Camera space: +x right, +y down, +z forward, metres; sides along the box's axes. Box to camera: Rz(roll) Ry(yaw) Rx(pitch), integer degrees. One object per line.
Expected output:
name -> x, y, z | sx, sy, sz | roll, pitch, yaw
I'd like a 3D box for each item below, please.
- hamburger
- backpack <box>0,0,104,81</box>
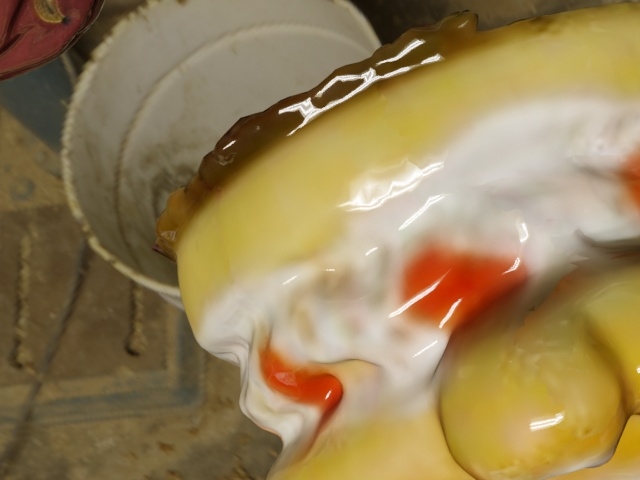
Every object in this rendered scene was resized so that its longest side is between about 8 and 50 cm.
hamburger -> 0.085, 0.031, 0.563 | 0.261, 0.302, 0.186 | -17, 72, -15
backpack -> -0.225, -0.175, 0.806 | 0.229, 0.229, 0.139 | -17, 37, 10
